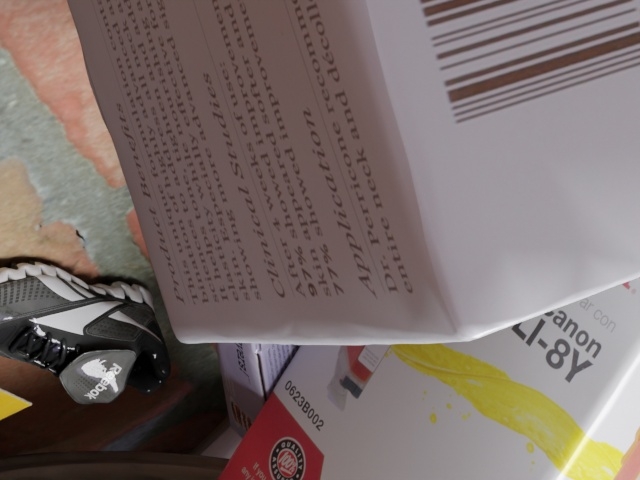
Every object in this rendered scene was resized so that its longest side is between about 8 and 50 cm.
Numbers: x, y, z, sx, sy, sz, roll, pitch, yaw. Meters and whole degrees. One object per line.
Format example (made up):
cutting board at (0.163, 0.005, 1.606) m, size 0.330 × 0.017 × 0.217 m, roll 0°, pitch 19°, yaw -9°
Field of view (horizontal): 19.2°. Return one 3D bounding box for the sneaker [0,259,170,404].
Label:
sneaker at (-0.200, 0.080, 1.518) m, size 0.078 × 0.106 × 0.234 m, roll -44°, pitch 150°, yaw 23°

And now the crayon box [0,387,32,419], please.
crayon box at (-0.396, 0.132, 1.348) m, size 0.323 × 0.083 × 0.203 m, roll -26°, pitch 158°, yaw 8°

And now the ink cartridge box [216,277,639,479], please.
ink cartridge box at (0.131, 0.114, 1.375) m, size 0.160 × 0.279 × 0.384 m, roll 19°, pitch 108°, yaw -41°

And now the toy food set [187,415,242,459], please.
toy food set at (-0.074, 0.217, 1.928) m, size 0.220 × 0.092 × 0.306 m, roll 20°, pitch 124°, yaw -43°

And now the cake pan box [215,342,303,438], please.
cake pan box at (0.025, 0.023, 1.493) m, size 0.246 × 0.070 × 0.267 m, roll -38°, pitch 146°, yaw -23°

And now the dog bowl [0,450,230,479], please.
dog bowl at (-0.159, 0.294, 1.608) m, size 0.408 × 0.408 × 0.150 m, roll -3°, pitch 98°, yaw -43°

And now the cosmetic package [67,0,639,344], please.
cosmetic package at (0.076, -0.146, 1.005) m, size 0.327 × 0.329 × 0.394 m, roll -20°, pitch -174°, yaw -22°
